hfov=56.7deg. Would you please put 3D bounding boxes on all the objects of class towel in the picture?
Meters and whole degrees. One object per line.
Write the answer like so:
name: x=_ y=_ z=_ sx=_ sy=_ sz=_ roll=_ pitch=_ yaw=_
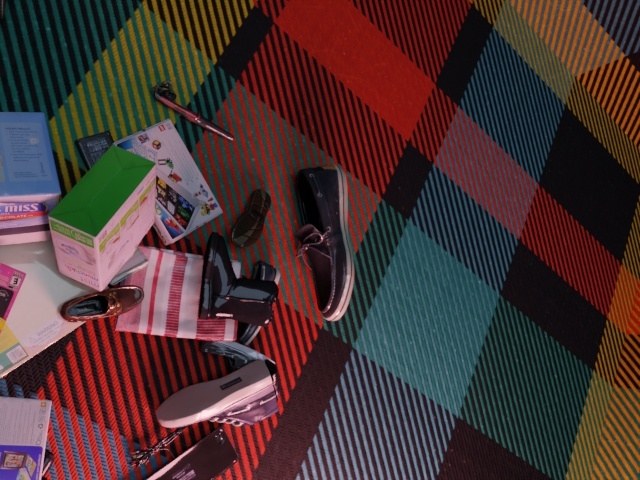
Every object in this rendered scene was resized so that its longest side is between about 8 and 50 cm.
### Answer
towel: x=-0.378 y=0.146 z=1.621 sx=0.329 sy=0.037 sz=0.237 roll=11 pitch=71 yaw=-23
towel: x=-0.537 y=0.028 z=1.551 sx=0.113 sy=0.023 sz=0.152 roll=-33 pitch=81 yaw=-24

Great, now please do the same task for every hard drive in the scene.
hard drive: x=-0.586 y=-0.218 z=1.592 sx=0.094 sy=0.022 sz=0.135 roll=-26 pitch=96 yaw=-32

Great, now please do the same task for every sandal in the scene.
sandal: x=-0.215 y=-0.063 z=1.785 sx=0.090 sy=0.060 sz=0.219 roll=38 pitch=51 yaw=-28

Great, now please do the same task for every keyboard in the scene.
keyboard: x=-0.386 y=0.601 z=1.593 sx=0.317 sy=0.033 sz=0.201 roll=-30 pitch=101 yaw=-32

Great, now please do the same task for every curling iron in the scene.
curling iron: x=-0.368 y=-0.375 z=1.743 sx=0.274 sy=0.035 sz=0.068 roll=33 pitch=67 yaw=-24

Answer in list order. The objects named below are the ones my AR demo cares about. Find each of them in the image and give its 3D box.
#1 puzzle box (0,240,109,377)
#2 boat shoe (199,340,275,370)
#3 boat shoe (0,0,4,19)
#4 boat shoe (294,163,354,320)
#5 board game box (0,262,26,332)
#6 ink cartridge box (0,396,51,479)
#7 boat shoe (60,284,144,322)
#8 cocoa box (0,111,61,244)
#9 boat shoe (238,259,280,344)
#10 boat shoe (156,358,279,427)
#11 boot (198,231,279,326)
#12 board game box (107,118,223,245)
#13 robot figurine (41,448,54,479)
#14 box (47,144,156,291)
puzzle box: x=-0.742 y=0.149 z=1.424 sx=0.409 sy=0.052 sz=0.272 roll=-36 pitch=103 yaw=-30
boat shoe: x=-0.241 y=0.334 z=1.696 sx=0.228 sy=0.080 sz=0.076 roll=30 pitch=74 yaw=-24
boat shoe: x=-0.775 y=-0.707 z=1.493 sx=0.123 sy=0.123 sz=0.342 roll=7 pitch=73 yaw=-30
boat shoe: x=0.000 y=0.000 z=1.839 sx=0.156 sy=0.187 sz=0.500 roll=3 pitch=76 yaw=-26
board game box: x=-0.790 y=0.168 z=1.243 sx=0.224 sy=0.097 sz=0.303 roll=43 pitch=60 yaw=-57
ink cartridge box: x=-0.688 y=0.430 z=1.241 sx=0.208 sy=0.045 sz=0.206 roll=17 pitch=54 yaw=-34
boat shoe: x=-0.536 y=0.158 z=1.476 sx=0.207 sy=0.073 sz=0.073 roll=-17 pitch=88 yaw=-33
cocoa box: x=-0.779 y=-0.130 z=1.304 sx=0.347 sy=0.228 sz=0.231 roll=-7 pitch=66 yaw=-32
boat shoe: x=-0.194 y=0.178 z=1.735 sx=0.079 sy=0.095 sz=0.254 roll=32 pitch=66 yaw=-26
boat shoe: x=-0.266 y=0.466 z=1.636 sx=0.340 sy=0.127 sz=0.158 roll=-19 pitch=120 yaw=-15
boot: x=-0.220 y=0.109 z=1.630 sx=0.207 sy=0.094 sz=0.246 roll=7 pitch=81 yaw=-19
board game box: x=-0.426 y=-0.164 z=1.652 sx=0.193 sy=0.053 sz=0.305 roll=-36 pitch=103 yaw=-38
robot figurine: x=-0.716 y=0.578 z=1.305 sx=0.209 sy=0.173 sz=0.278 roll=39 pitch=64 yaw=-22
box: x=-0.512 y=-0.052 z=1.434 sx=0.126 sy=0.231 sz=0.262 roll=24 pitch=52 yaw=1
